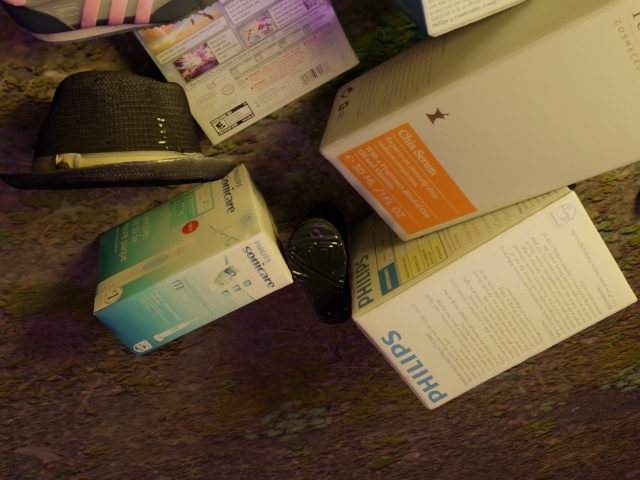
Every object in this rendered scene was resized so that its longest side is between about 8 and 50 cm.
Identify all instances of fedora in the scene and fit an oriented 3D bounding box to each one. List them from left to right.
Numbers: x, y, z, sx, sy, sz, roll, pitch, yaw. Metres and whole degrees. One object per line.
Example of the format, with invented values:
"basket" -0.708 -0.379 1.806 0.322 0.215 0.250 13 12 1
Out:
"fedora" -0.289 -0.154 0.851 0.334 0.334 0.152 -3 94 -14

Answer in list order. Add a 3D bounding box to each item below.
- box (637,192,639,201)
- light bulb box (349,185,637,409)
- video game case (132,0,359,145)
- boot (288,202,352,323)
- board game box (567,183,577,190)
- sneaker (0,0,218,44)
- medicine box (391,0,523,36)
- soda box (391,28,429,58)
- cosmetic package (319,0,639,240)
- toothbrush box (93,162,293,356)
"box" 0.821 -0.166 1.269 0.183 0.059 0.232 2 126 -20
"light bulb box" 0.258 0.033 1.024 0.361 0.358 0.225 -33 109 16
"video game case" -0.113 -0.309 0.881 0.269 0.061 0.244 -28 129 6
"boot" 0.000 0.000 1.056 0.094 0.207 0.246 -12 134 6
"board game box" 0.382 -0.077 1.218 0.165 0.042 0.243 30 113 -32
"sneaker" -0.255 -0.333 0.729 0.319 0.112 0.131 -13 162 9
"medicine box" 0.126 -0.444 0.717 0.149 0.263 0.289 -22 129 2
"soda box" 0.136 -0.256 0.992 0.071 0.067 0.210 31 112 -33
"cosmetic package" 0.248 -0.182 0.814 0.453 0.161 0.230 -22 128 36
"toothbrush box" -0.218 0.028 1.010 0.295 0.216 0.126 -24 130 4
